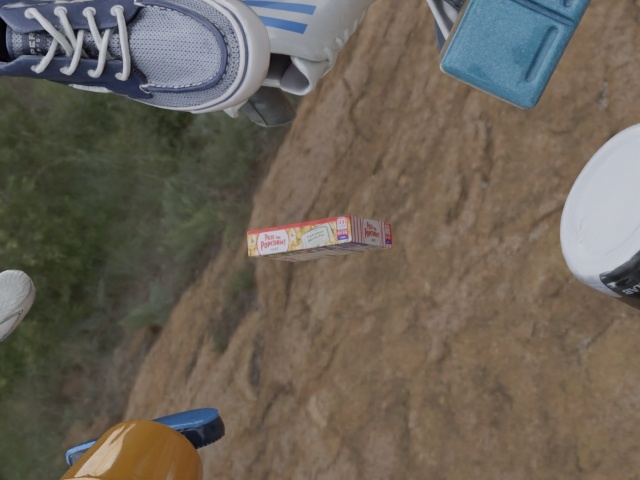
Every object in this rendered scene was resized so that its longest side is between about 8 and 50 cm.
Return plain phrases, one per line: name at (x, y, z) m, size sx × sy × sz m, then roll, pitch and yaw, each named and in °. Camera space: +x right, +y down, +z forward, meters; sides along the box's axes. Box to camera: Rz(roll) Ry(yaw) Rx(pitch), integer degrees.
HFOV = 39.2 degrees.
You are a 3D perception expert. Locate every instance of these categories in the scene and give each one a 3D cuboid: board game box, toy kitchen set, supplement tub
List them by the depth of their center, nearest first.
toy kitchen set at (0.032, -0.142, 0.388) m, size 0.166 × 0.207 × 0.122 m, roll -73°, pitch 7°, yaw -70°
supplement tub at (0.476, 0.015, 1.068) m, size 0.207 × 0.337 × 0.207 m, roll -54°, pitch 22°, yaw 33°
board game box at (0.000, 0.000, 1.475) m, size 0.193 × 0.146 × 0.045 m, roll -9°, pitch 81°, yaw 29°

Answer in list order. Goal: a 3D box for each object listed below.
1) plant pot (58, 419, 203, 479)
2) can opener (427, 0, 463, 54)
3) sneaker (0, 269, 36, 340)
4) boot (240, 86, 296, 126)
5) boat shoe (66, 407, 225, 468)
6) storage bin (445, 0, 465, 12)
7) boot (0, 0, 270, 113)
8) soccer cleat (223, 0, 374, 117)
plant pot at (-0.212, 0.301, 0.963) m, size 0.205 × 0.205 × 0.188 m, roll -58°, pitch 8°, yaw 29°
can opener at (0.111, -0.303, 0.970) m, size 0.284 × 0.075 × 0.095 m, roll 68°, pitch 151°, yaw 20°
sneaker at (-0.523, 0.145, 1.354) m, size 0.237 × 0.085 × 0.086 m, roll -47°, pitch -19°, yaw -24°
boot at (-0.091, -0.233, 1.273) m, size 0.076 × 0.208 × 0.189 m, roll -47°, pitch 47°, yaw -15°
boat shoe at (-0.216, 0.279, 1.161) m, size 0.258 × 0.109 × 0.089 m, roll -22°, pitch 84°, yaw 37°
storage bin at (0.128, -0.309, 0.838) m, size 0.122 × 0.180 × 0.084 m, roll -59°, pitch 9°, yaw -23°
boot at (-0.122, -0.105, 0.495) m, size 0.190 × 0.086 × 0.069 m, roll 12°, pitch 109°, yaw 38°
soccer cleat at (-0.011, -0.248, 1.062) m, size 0.143 × 0.331 × 0.116 m, roll 54°, pitch 156°, yaw 12°
